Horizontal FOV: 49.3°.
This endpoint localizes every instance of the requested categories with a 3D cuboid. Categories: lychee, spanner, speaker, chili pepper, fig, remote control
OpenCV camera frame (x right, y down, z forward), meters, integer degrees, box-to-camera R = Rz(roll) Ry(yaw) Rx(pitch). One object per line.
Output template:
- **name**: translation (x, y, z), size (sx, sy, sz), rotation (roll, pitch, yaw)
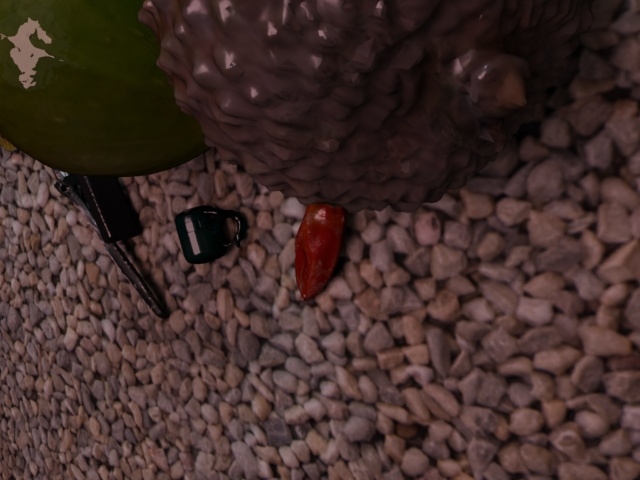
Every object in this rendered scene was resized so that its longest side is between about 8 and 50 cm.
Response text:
- **lychee**: translation (0.026, -0.217, 0.580), size (0.432, 0.380, 0.380), rotation (54, 126, 37)
- **spanner**: translation (-0.334, -0.007, 1.084), size (0.026, 0.093, 0.325), rotation (-38, 79, 0)
- **speaker**: translation (-0.149, -0.011, 0.938), size (0.094, 0.060, 0.075), rotation (-18, 88, 38)
- **chili pepper**: translation (0.001, 0.000, 0.831), size (0.059, 0.050, 0.191), rotation (33, 129, 26)
- **fig**: translation (-0.236, -0.208, 0.837), size (0.316, 0.316, 0.316), rotation (8, 103, 37)
- **remote control**: translation (-0.347, -0.111, 1.074), size (0.025, 0.063, 0.245), rotation (-38, 75, 48)

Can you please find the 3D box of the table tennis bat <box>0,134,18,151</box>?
- **table tennis bat**: translation (-0.538, -0.204, 1.234), size (0.155, 0.019, 0.100), rotation (16, 107, 37)
